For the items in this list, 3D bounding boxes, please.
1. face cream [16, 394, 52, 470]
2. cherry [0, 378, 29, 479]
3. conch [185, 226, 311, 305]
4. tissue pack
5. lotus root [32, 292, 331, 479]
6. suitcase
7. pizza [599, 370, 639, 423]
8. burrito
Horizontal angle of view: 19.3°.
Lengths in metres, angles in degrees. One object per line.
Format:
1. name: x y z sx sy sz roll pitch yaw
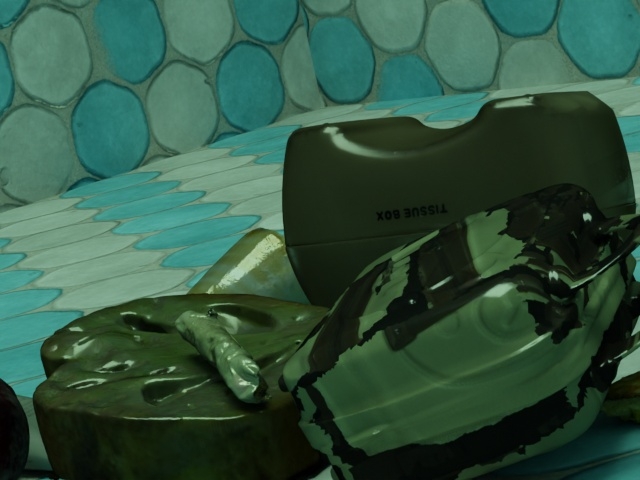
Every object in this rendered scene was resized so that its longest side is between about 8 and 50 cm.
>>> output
1. face cream: -0.337 0.205 2.045 0.314 0.089 0.143 3 14 27
2. cherry: -0.386 0.198 1.874 0.195 0.195 0.195 -12 10 2
3. conch: -0.103 0.055 2.426 0.255 0.127 0.158 -19 13 -31
4. tissue pack: 0.161 -0.021 2.176 0.387 0.276 0.267 -5 5 28
5. lotus root: -0.107 0.146 1.910 0.375 0.111 0.390 -8 16 -14
6. suitcase: 0.167 0.088 1.702 0.339 0.194 0.351 -23 11 24
7. pizza: 0.318 0.140 1.739 0.160 0.035 0.099 -19 12 -28
8. burrito: -0.093 0.109 1.794 0.041 0.045 0.185 -16 21 -16
